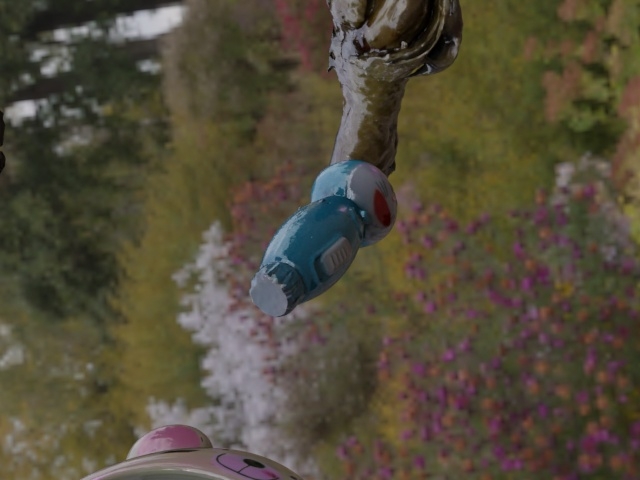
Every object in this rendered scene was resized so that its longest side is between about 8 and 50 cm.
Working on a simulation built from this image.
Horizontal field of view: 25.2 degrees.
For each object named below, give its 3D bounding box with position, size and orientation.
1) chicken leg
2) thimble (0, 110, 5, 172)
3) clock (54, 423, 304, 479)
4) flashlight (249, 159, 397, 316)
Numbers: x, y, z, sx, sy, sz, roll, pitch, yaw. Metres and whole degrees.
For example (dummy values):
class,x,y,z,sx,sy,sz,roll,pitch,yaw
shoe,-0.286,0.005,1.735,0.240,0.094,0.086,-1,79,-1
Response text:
class,x,y,z,sx,sy,sz,roll,pitch,yaw
chicken leg,0.039,-0.116,0.841,0.125,0.080,0.196,-86,1,-77
thimble,-0.198,-0.034,0.612,0.102,0.115,0.090,46,-168,7
clock,-0.119,0.266,1.079,0.309,0.284,0.114,-39,-45,-46
flashlight,0.000,0.000,0.753,0.129,0.051,0.051,-48,-42,-50
